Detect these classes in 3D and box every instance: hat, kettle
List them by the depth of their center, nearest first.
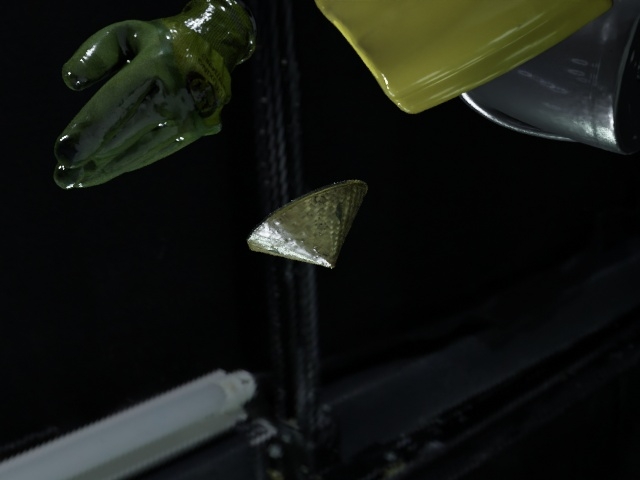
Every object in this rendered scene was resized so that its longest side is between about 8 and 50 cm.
[{"bbox_3d":[0.000,0.000,1.287,0.146,0.146,0.067,-13,-111,-42],"label":"hat"},{"bbox_3d":[0.256,-0.212,1.404,0.207,0.290,0.268,-56,-33,-27],"label":"kettle"}]

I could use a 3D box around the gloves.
[{"bbox_3d":[-0.140,-0.137,1.043,0.135,0.107,0.268,51,-131,-15],"label":"gloves"}]

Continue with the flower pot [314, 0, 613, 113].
[{"bbox_3d":[0.097,-0.201,0.924,0.179,0.195,0.195,-39,-47,11],"label":"flower pot"}]
